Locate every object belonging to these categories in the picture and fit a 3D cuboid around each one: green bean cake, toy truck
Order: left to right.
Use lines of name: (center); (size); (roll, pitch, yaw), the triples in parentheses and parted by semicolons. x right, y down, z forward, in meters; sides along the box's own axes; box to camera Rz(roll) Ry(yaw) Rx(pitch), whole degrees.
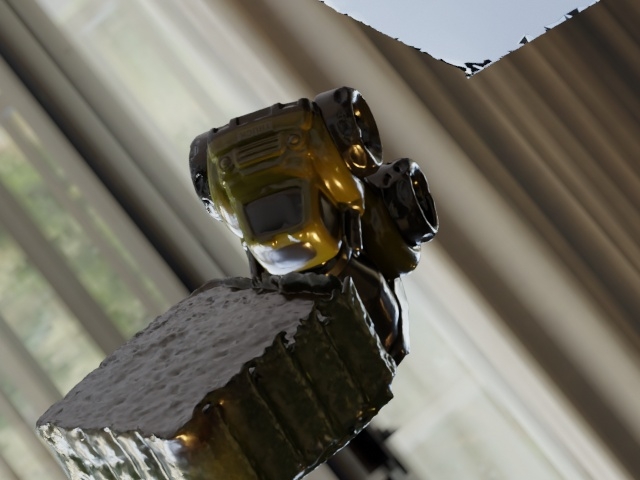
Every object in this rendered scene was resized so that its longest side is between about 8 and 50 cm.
green bean cake: (-0.062, 0.102, 1.119); (0.173, 0.094, 0.181); (-40, -160, -33)
toy truck: (0.000, 0.000, 1.376); (0.147, 0.165, 0.224); (-17, 145, 16)

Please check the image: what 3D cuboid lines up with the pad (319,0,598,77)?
pad: (0.090, -0.201, 0.943); (0.367, 0.248, 0.007); (-29, -136, 52)
